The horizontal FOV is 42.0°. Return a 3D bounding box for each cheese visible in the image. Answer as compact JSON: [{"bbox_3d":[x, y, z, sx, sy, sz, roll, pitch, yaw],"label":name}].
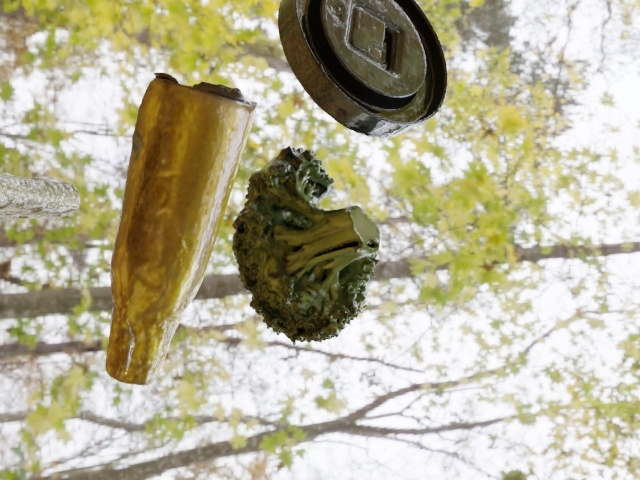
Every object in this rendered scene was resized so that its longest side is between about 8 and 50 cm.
[{"bbox_3d":[-0.318,-0.044,0.846,0.065,0.194,0.043,-20,-95,14],"label":"cheese"}]

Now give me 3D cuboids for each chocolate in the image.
[{"bbox_3d":[-0.220,-0.010,1.183,0.162,0.162,0.445,24,-81,53],"label":"chocolate"}]

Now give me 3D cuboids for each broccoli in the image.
[{"bbox_3d":[0.000,0.004,1.587,0.302,0.249,0.375,-14,-100,26],"label":"broccoli"}]

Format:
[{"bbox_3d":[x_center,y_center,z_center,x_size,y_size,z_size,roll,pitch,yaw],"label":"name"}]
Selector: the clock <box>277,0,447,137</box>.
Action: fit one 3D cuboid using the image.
[{"bbox_3d":[0.072,-0.318,1.365,0.066,0.319,0.318,-31,-114,46],"label":"clock"}]
